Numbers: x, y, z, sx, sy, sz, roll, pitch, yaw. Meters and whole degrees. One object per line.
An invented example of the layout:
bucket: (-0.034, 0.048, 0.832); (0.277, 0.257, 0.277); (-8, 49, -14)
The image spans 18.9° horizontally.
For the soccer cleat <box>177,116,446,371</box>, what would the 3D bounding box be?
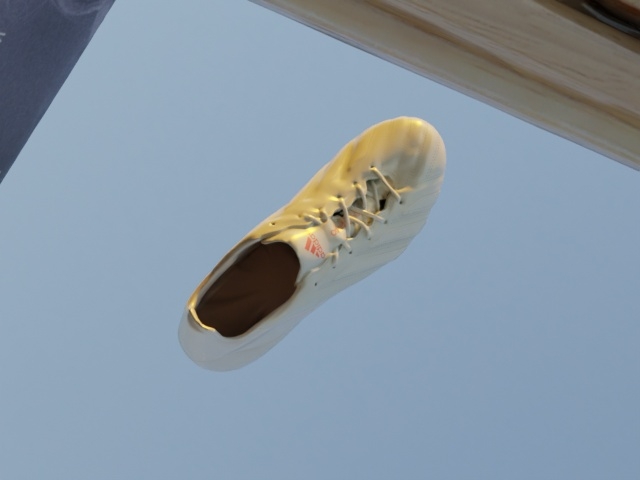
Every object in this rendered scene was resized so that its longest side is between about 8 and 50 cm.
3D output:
soccer cleat: (0.000, 0.000, 1.081); (0.196, 0.076, 0.068); (-43, -101, -12)

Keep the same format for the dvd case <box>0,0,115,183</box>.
dvd case: (-0.120, -0.086, 0.556); (0.018, 0.221, 0.164); (39, -76, 21)

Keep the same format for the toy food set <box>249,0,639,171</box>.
toy food set: (0.082, -0.133, 0.378); (0.092, 0.306, 0.220); (-1, -109, 61)
